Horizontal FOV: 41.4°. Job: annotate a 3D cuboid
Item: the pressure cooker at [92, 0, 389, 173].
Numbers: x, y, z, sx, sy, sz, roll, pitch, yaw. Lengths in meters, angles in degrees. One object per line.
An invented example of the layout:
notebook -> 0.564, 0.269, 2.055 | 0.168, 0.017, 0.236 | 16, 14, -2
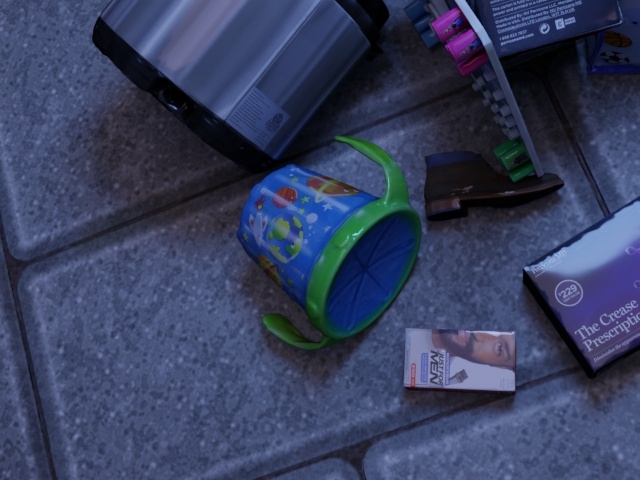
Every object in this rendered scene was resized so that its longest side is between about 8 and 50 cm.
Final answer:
pressure cooker -> -0.095, -0.361, 1.337 | 0.375, 0.370, 0.420 | 40, 96, 3

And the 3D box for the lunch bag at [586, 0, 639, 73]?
lunch bag -> 0.512, -0.461, 1.221 | 0.239, 0.385, 0.327 | 0, 75, 14

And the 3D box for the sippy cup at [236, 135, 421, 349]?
sippy cup -> 0.000, 0.000, 1.318 | 0.224, 0.240, 0.305 | 33, 76, 30

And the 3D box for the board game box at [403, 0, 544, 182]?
board game box -> 0.177, -0.306, 1.226 | 0.050, 0.390, 0.390 | -31, 60, 10

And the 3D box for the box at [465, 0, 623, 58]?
box -> 0.282, -0.430, 1.239 | 0.179, 0.343, 0.312 | -14, 97, 8

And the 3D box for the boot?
boot -> 0.268, -0.105, 1.346 | 0.219, 0.082, 0.106 | -11, 76, 12

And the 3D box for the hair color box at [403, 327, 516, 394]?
hair color box -> 0.214, 0.185, 1.298 | 0.167, 0.053, 0.093 | 0, 75, 12

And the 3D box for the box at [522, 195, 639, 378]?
box -> 0.459, 0.055, 1.250 | 0.261, 0.103, 0.184 | -33, 68, 3
